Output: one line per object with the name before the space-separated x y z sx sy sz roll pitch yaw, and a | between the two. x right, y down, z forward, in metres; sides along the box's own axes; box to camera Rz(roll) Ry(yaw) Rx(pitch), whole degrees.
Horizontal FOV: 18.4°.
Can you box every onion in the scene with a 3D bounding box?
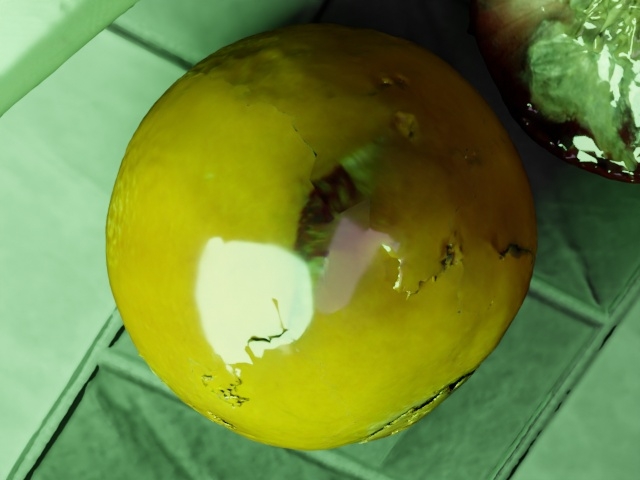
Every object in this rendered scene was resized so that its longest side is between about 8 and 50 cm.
onion | 0.212 -0.169 1.112 0.195 0.272 0.272 -7 127 -56

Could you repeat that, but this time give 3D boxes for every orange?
orange | 0.000 0.000 1.123 0.246 0.246 0.246 -5 116 -10

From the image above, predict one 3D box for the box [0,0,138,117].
box | -0.164 -0.288 0.985 0.344 0.177 0.352 -40 117 10
